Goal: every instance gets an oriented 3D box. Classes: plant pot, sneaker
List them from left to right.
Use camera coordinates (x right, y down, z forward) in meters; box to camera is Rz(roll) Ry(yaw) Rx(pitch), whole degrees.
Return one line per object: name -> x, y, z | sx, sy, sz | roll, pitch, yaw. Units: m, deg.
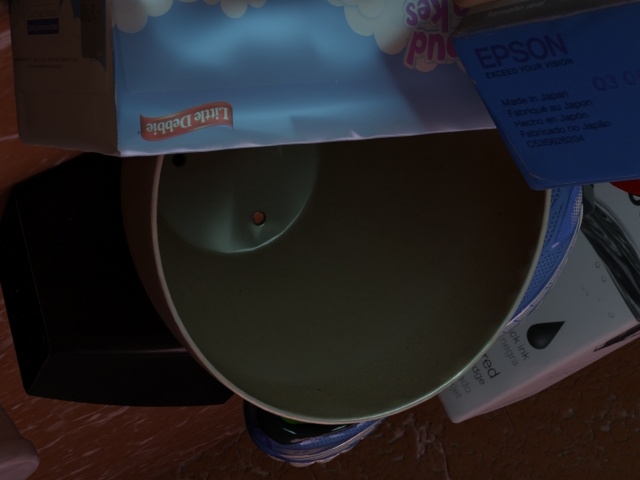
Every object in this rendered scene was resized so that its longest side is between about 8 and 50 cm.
plant pot -> -0.151, 0.031, 1.247 | 0.167, 0.188, 0.187 | -10, 164, -22
plant pot -> -0.016, -0.040, 1.080 | 0.284, 0.284, 0.191 | -22, -160, -23
sneaker -> 0.077, 0.052, 1.236 | 0.330, 0.130, 0.147 | -45, 177, -2

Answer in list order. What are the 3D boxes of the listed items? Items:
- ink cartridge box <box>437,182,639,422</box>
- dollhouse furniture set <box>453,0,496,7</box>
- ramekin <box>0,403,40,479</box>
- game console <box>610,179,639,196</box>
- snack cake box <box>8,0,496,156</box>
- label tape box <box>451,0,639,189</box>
ink cartridge box -> 0.234, -0.055, 1.449 | 0.395, 0.285, 0.166 | -35, 166, 34
dollhouse furniture set -> 0.131, -0.196, 0.595 | 0.135, 0.262, 0.259 | -24, 171, -26
ramekin -> -0.426, 0.223, 1.600 | 0.273, 0.127, 0.273 | -27, 170, -5
game console -> 0.300, -0.189, 0.955 | 0.386, 0.060, 0.342 | -30, -154, 7
snack cake box -> -0.015, -0.100, 0.866 | 0.264, 0.089, 0.152 | -7, -172, -28
label tape box -> 0.246, -0.177, 0.808 | 0.240, 0.106, 0.334 | -5, -142, 43
